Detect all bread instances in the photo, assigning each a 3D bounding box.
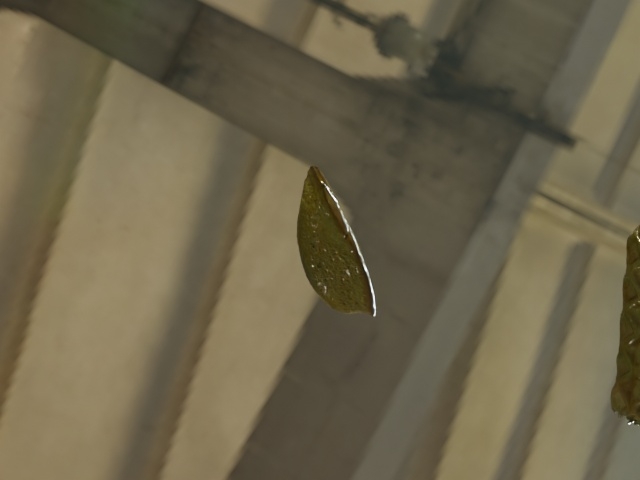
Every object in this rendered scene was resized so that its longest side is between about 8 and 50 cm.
[{"bbox_3d":[0.404,0.091,2.113,0.087,0.098,0.269,-68,-19,-68],"label":"bread"},{"bbox_3d":[0.000,0.000,1.982,0.065,0.149,0.188,-24,-56,-5],"label":"bread"}]
